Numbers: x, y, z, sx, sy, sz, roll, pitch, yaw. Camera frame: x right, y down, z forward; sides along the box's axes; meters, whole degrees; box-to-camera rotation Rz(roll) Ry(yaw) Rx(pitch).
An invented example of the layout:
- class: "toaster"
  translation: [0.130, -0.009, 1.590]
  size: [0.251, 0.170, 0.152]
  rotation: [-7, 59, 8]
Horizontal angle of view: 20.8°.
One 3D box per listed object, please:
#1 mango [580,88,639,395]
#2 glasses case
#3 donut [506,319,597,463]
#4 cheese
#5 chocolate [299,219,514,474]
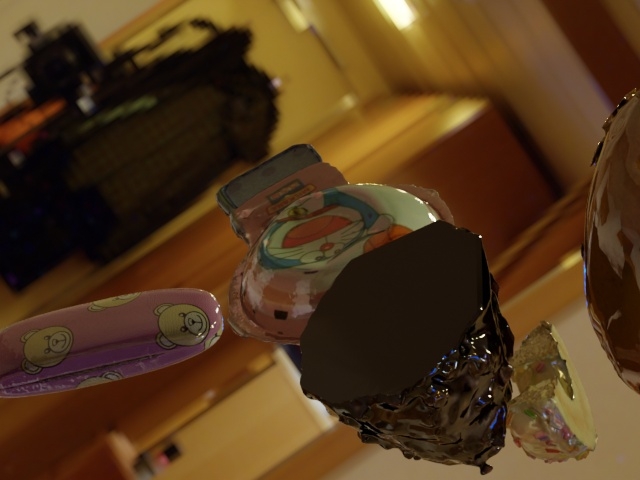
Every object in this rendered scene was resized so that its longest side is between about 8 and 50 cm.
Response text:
- class: "mango"
  translation: [0.254, -0.005, 1.212]
  size: [0.151, 0.156, 0.248]
  rotation: [30, 55, -43]
- class: "glasses case"
  translation: [-0.278, 0.127, 2.184]
  size: [0.123, 0.316, 0.075]
  rotation: [-102, 180, -60]
- class: "donut"
  translation: [0.220, 0.162, 1.695]
  size: [0.108, 0.065, 0.166]
  rotation: [61, 18, -20]
- class: "cheese"
  translation: [0.000, 0.000, 1.342]
  size: [0.286, 0.189, 0.074]
  rotation: [52, -12, 56]
- class: "chocolate"
  translation: [0.076, 0.091, 1.159]
  size: [0.133, 0.156, 0.156]
  rotation: [51, -1, -34]
